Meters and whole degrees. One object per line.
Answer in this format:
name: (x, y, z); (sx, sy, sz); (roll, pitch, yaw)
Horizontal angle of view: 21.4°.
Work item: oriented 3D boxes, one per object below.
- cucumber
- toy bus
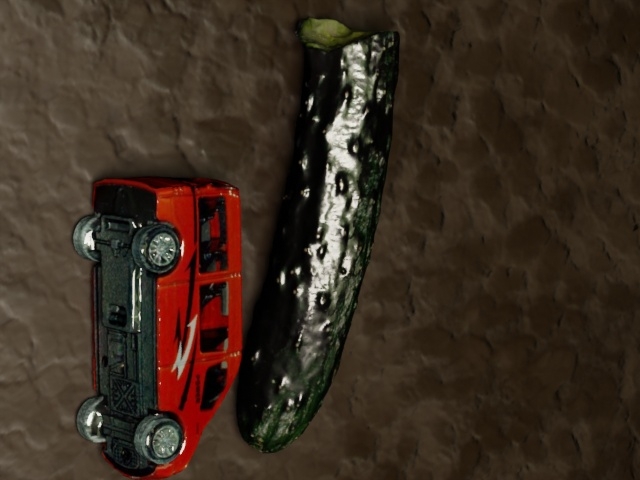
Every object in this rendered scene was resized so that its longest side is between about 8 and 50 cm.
cucumber: (0.000, 0.000, 1.158); (0.072, 0.081, 0.303); (6, 93, -61)
toy bus: (-0.102, 0.056, 1.102); (0.089, 0.081, 0.195); (-5, 98, -40)
